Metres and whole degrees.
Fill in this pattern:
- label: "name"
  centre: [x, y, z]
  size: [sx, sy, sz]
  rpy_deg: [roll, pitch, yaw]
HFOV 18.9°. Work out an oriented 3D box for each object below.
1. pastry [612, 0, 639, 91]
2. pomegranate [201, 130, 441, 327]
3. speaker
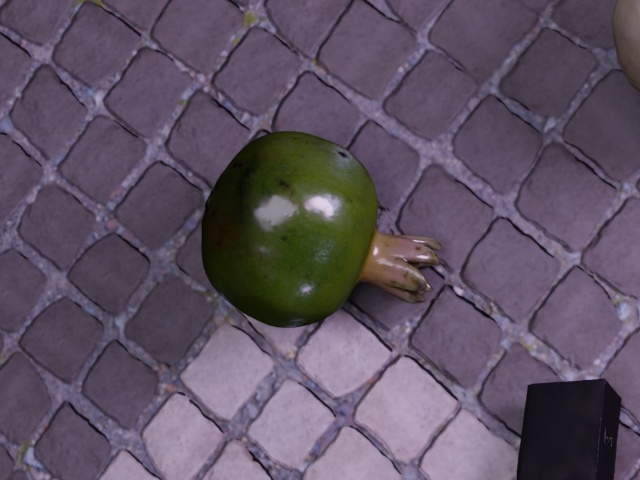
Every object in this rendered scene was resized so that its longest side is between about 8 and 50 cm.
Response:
- label: "pastry"
  centre: [0.367, -0.206, 1.634]
  size: [0.133, 0.265, 0.265]
  rpy_deg: [44, 99, 23]
- label: "pomegranate"
  centre: [0.000, 0.000, 1.791]
  size: [0.225, 0.187, 0.187]
  rpy_deg: [19, 89, -2]
- label: "speaker"
  centre: [0.211, 0.229, 1.687]
  size: [0.082, 0.044, 0.218]
  rpy_deg: [-8, 56, 29]
